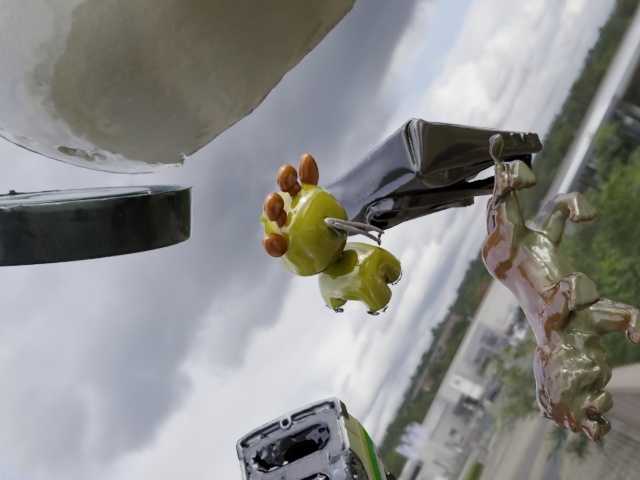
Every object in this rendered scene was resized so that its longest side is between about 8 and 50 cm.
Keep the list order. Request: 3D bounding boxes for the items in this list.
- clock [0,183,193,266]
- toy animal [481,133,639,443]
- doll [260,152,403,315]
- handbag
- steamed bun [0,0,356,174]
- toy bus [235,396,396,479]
[{"bbox_3d":[-0.364,-0.027,1.339,0.386,0.386,0.077,-25,-67,-73],"label":"clock"},{"bbox_3d":[0.237,0.056,1.016,0.097,0.312,0.157,-5,-31,-34],"label":"toy animal"},{"bbox_3d":[0.000,0.000,1.202,0.221,0.135,0.143,51,-126,-38],"label":"doll"},{"bbox_3d":[0.166,-0.092,1.461,0.257,0.114,0.285,-9,-13,-29],"label":"handbag"},{"bbox_3d":[-0.118,-0.206,0.597,0.206,0.324,0.324,41,-111,-33],"label":"steamed bun"},{"bbox_3d":[0.023,0.343,1.036,0.143,0.305,0.179,-28,-40,15],"label":"toy bus"}]
